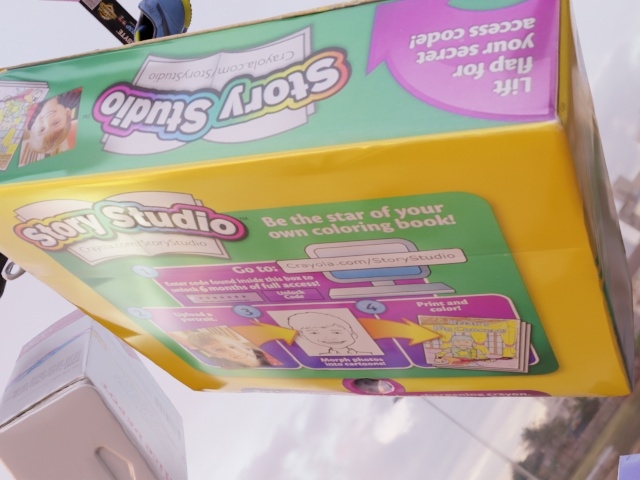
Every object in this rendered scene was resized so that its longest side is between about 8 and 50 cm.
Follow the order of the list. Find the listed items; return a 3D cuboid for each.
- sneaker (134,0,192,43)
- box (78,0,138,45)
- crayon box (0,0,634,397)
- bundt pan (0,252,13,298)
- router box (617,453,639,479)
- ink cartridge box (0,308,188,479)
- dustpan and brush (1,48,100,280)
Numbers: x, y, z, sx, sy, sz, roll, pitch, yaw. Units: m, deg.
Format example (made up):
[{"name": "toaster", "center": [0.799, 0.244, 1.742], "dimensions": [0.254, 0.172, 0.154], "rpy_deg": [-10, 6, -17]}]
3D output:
[{"name": "sneaker", "center": [-0.238, -0.273, 1.214], "dimensions": [0.082, 0.069, 0.209], "rpy_deg": [-33, -21, -30]}, {"name": "box", "center": [-0.399, -0.426, 1.508], "dimensions": [0.051, 0.220, 0.175], "rpy_deg": [-46, -48, 0]}, {"name": "crayon box", "center": [0.000, 0.000, 0.553], "dimensions": [0.313, 0.363, 0.106], "rpy_deg": [54, -140, -50]}, {"name": "bundt pan", "center": [-0.498, -0.004, 1.104], "dimensions": [0.331, 0.124, 0.331], "rpy_deg": [-165, 90, -87]}, {"name": "router box", "center": [0.415, 0.450, 0.958], "dimensions": [0.082, 0.301, 0.335], "rpy_deg": [-16, 8, 24]}, {"name": "ink cartridge box", "center": [-0.269, 0.228, 1.025], "dimensions": [0.131, 0.226, 0.306], "rpy_deg": [-31, 15, -3]}, {"name": "dustpan and brush", "center": [-0.215, -0.053, 0.761], "dimensions": [0.211, 0.147, 0.060], "rpy_deg": [-54, -1, -25]}]
